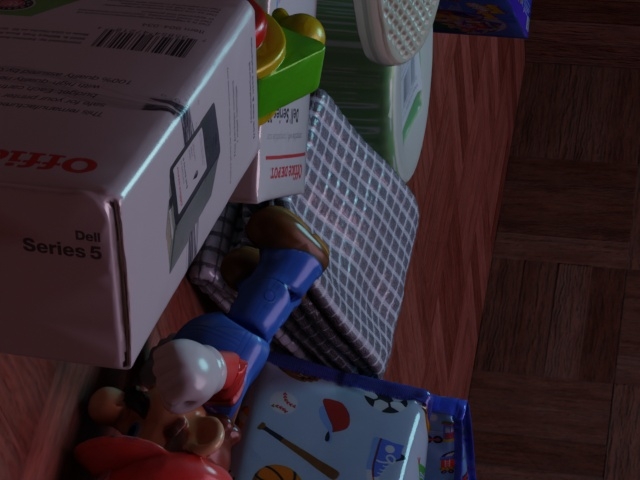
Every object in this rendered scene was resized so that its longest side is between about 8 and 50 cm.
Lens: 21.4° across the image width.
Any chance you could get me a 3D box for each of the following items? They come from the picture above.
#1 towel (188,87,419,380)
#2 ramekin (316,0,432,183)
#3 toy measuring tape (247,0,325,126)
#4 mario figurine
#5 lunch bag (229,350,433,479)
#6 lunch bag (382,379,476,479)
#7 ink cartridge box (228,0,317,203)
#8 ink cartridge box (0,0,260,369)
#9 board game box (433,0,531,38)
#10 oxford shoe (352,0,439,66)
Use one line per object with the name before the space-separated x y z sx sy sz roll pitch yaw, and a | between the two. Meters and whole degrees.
towel | 0.000 0.000 1.784 0.284 0.121 0.235 50 46 -47
ramekin | 0.040 -0.201 2.010 0.303 0.148 0.303 5 90 -78
toy measuring tape | -0.128 -0.117 1.333 0.330 0.121 0.121 -30 132 -35
mario figurine | -0.120 0.106 1.444 0.320 0.170 0.198 -61 149 -36
lunch bag | -0.020 0.370 1.804 0.385 0.238 0.328 105 1 -46
lunch bag | 0.089 0.280 2.253 0.293 0.221 0.138 83 17 -44
ink cartridge box | -0.081 -0.144 1.545 0.207 0.119 0.354 -22 117 -77
ink cartridge box | -0.166 -0.051 1.009 0.273 0.198 0.115 -64 157 -57
board game box | 0.150 -0.344 2.260 0.347 0.233 0.078 16 80 -78
oxford shoe | 0.029 -0.393 1.661 0.169 0.130 0.449 -36 119 -55
